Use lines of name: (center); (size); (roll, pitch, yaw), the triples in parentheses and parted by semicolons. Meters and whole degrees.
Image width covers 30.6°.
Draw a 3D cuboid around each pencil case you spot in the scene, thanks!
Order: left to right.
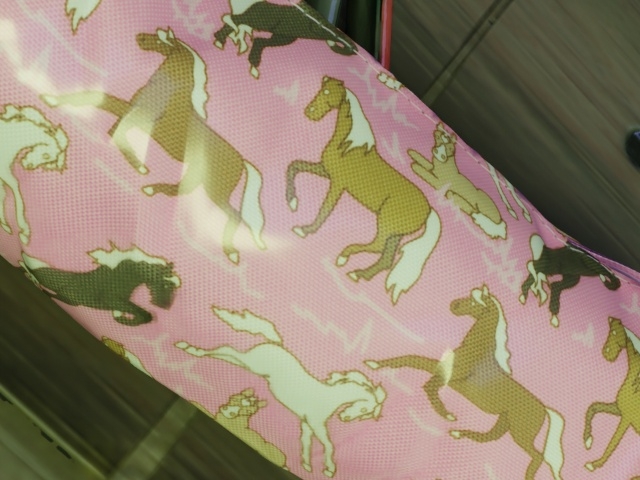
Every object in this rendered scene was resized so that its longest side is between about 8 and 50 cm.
pencil case: (0.000, 0.000, 0.510); (0.386, 0.167, 0.160); (40, 38, -14)

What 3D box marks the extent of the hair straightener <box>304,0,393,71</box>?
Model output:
hair straightener: (-0.001, -0.161, 0.585); (0.089, 0.047, 0.230); (5, 94, -26)
